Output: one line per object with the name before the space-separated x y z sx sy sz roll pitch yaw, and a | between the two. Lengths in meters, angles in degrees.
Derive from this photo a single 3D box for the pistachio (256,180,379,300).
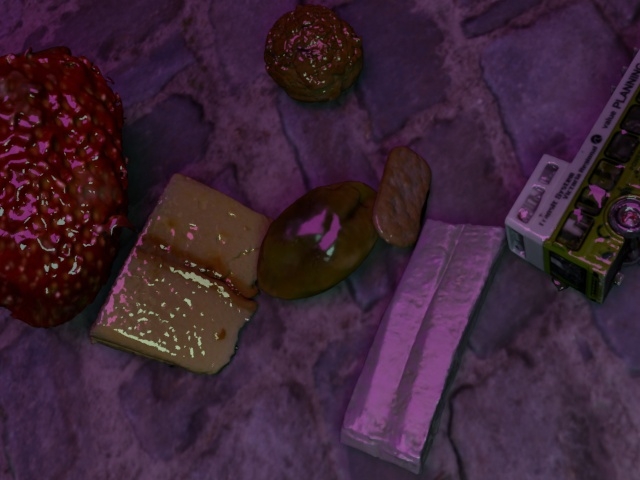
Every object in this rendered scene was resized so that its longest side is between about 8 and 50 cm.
pistachio | 0.000 0.003 1.014 0.189 0.100 0.110 -35 62 0

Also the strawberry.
strawberry | -0.354 -0.076 1.080 0.292 0.292 0.343 -35 74 1

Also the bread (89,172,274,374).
bread | -0.174 0.057 1.088 0.178 0.135 0.240 26 74 -10

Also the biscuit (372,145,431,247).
biscuit | 0.102 -0.055 1.020 0.018 0.071 0.147 -33 33 52

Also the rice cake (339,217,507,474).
rice cake | 0.120 0.111 0.959 0.106 0.050 0.298 18 75 22

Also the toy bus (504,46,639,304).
toy bus | 0.340 -0.087 0.944 0.139 0.113 0.301 28 76 25

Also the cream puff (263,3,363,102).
cream puff | -0.014 -0.259 1.126 0.144 0.103 0.126 29 80 31
